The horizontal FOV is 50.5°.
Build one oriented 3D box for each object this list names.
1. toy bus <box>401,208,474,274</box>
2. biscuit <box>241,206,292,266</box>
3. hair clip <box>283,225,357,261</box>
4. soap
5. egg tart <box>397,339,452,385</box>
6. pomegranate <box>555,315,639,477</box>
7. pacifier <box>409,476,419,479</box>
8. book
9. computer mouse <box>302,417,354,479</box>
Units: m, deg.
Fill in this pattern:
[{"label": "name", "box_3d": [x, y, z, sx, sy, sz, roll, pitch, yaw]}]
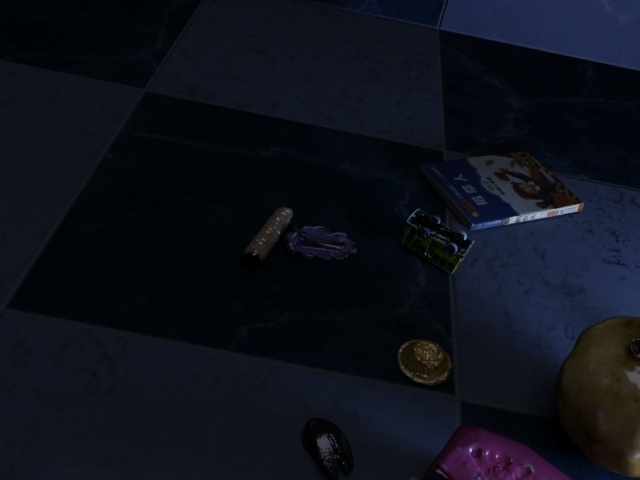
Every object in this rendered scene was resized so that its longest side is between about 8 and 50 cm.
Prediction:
[{"label": "toy bus", "box_3d": [0.302, 0.003, 1.790, 0.175, 0.101, 0.088, 32, 44, 15]}, {"label": "biscuit", "box_3d": [-0.132, -0.010, 1.729, 0.061, 0.055, 0.219, -17, 27, 33]}, {"label": "hair clip", "box_3d": [0.000, -0.001, 1.762, 0.196, 0.052, 0.124, 10, 46, -11]}, {"label": "soap", "box_3d": [0.347, 0.481, 1.217, 0.325, 0.127, 0.220, 39, 41, 16]}, {"label": "egg tart", "box_3d": [0.235, 0.265, 1.515, 0.129, 0.049, 0.128, 6, 42, -5]}, {"label": "pomegranate", "box_3d": [0.646, 0.310, 1.369, 0.333, 0.332, 0.332, 7, 41, -6]}, {"label": "pacifier", "box_3d": [0.152, 0.475, 1.259, 0.064, 0.068, 0.083, 2, 6, 44]}, {"label": "book", "box_3d": [0.556, -0.162, 2.091, 0.428, 0.039, 0.300, -10, 45, -24]}, {"label": "computer mouse", "box_3d": [0.015, 0.394, 1.312, 0.079, 0.047, 0.135, -13, 48, -25]}]
